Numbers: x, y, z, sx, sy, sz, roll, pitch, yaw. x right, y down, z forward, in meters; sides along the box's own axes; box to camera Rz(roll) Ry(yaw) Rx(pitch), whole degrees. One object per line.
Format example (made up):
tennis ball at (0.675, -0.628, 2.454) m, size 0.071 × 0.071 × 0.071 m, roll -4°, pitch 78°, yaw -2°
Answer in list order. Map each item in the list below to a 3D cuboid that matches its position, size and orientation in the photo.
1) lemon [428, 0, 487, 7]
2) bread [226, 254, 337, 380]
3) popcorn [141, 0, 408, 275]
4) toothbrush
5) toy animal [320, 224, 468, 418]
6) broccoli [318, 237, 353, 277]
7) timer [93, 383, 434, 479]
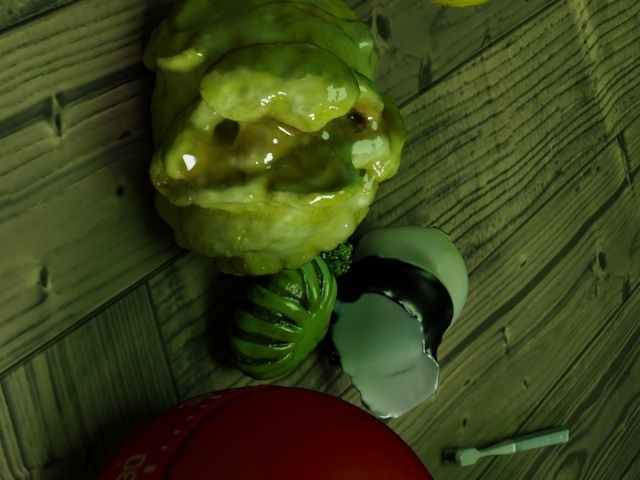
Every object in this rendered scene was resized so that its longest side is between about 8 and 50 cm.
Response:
lemon at (0.142, -0.385, 1.508) m, size 0.322 × 0.268 × 0.268 m, roll -59°, pitch 137°, yaw -38°
bread at (-0.032, 0.072, 1.374) m, size 0.130 × 0.071 × 0.139 m, roll -25°, pitch 145°, yaw -55°
popcorn at (-0.040, -0.090, 1.265) m, size 0.241 × 0.235 × 0.250 m, roll -75°, pitch 161°, yaw -52°
toothbrush at (0.250, 0.267, 1.890) m, size 0.342 × 0.030 × 0.025 m, roll 2°, pitch 89°, yaw -57°
toy animal at (0.079, 0.070, 1.543) m, size 0.179 × 0.138 × 0.166 m, roll -59°, pitch 157°, yaw -49°
broccoli at (0.000, 0.000, 1.448) m, size 0.092 × 0.095 × 0.097 m, roll -55°, pitch 128°, yaw -23°
timer at (-0.039, 0.309, 1.210) m, size 0.378 × 0.279 × 0.378 m, roll 16°, pitch 70°, yaw -51°
